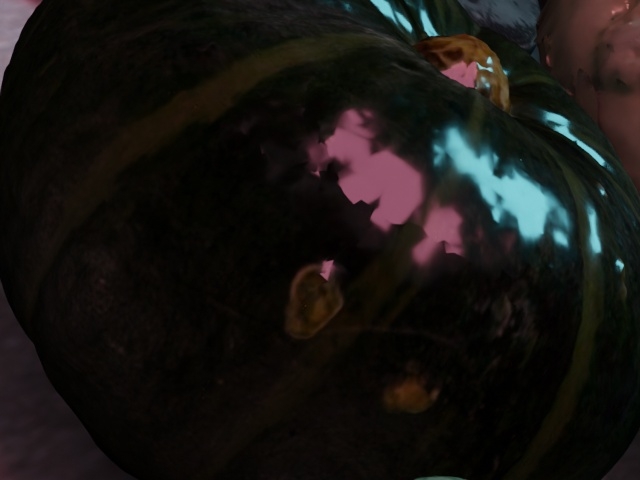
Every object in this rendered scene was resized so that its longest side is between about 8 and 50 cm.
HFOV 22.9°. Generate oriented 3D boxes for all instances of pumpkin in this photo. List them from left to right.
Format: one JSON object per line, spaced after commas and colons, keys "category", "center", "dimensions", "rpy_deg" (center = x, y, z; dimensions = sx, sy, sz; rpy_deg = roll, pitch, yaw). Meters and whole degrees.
{"category": "pumpkin", "center": [0.000, 0.000, 0.635], "dimensions": [0.300, 0.207, 0.300], "rpy_deg": [40, 20, -18]}

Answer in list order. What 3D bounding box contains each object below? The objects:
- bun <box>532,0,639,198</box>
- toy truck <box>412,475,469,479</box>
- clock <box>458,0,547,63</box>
{"category": "bun", "center": [0.263, -0.037, 0.822], "dimensions": [0.360, 0.211, 0.360], "rpy_deg": [52, 21, -30]}
{"category": "toy truck", "center": [0.058, 0.211, 0.487], "dimensions": [0.279, 0.155, 0.156], "rpy_deg": [40, 51, 4]}
{"category": "clock", "center": [0.043, -0.180, 0.969], "dimensions": [0.312, 0.061, 0.313], "rpy_deg": [33, 32, -23]}
